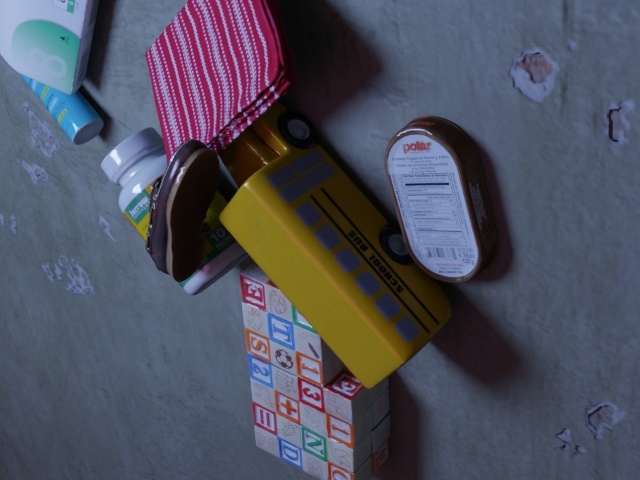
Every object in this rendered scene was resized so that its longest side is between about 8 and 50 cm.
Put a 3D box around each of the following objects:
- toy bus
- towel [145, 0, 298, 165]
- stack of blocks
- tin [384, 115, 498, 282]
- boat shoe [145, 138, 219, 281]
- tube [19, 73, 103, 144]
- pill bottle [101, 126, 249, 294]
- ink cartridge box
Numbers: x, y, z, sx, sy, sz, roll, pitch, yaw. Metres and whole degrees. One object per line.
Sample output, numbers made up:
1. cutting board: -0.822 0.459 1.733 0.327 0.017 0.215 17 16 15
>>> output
1. toy bus: 0.000 0.000 1.141 0.332 0.130 0.108 49 138 5
2. towel: -0.124 -0.203 1.129 0.275 0.031 0.199 -35 63 48
3. stack of blocks: -0.004 0.170 1.293 0.171 0.087 0.297 19 129 32
4. tin: 0.130 -0.041 1.070 0.106 0.040 0.189 -1 116 38
5. boat shoe: -0.172 -0.040 1.156 0.073 0.073 0.207 42 136 23
6. tube: -0.388 -0.228 1.405 0.207 0.052 0.080 50 129 13
7. pill bottle: -0.188 -0.041 1.292 0.208 0.117 0.117 52 139 2
8. ink cartridge box: -0.406 -0.312 1.297 0.225 0.056 0.181 22 135 -3
